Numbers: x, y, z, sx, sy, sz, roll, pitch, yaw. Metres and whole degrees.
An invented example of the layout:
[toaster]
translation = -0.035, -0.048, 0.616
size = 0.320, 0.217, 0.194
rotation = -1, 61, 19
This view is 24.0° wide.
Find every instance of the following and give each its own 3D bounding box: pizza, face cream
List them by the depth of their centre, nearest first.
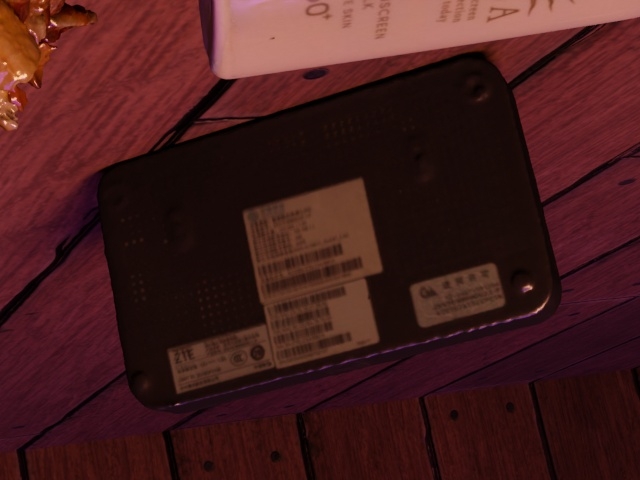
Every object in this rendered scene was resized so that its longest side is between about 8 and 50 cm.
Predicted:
[pizza]
translation = -0.161, -0.137, 0.765
size = 0.069, 0.154, 0.194
rotation = -35, -178, 12
[face cream]
translation = 0.106, -0.177, 0.807
size = 0.348, 0.081, 0.173
rotation = -9, 141, -10

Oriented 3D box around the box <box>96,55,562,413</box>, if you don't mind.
[box]
translation = 0.000, 0.000, 1.181
size = 0.350, 0.211, 0.058
rotation = -17, 167, 16
